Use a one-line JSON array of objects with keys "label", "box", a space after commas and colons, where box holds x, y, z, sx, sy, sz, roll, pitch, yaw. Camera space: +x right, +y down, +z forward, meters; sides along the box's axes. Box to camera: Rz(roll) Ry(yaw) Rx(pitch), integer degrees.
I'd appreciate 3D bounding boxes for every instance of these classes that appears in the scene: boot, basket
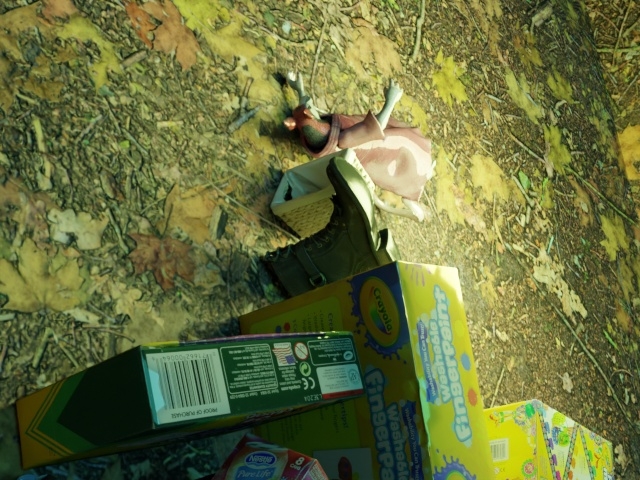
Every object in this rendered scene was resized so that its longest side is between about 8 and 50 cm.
[{"label": "boot", "box": [0.000, 0.000, 1.508, 0.262, 0.229, 0.091, 63, 22, -18]}, {"label": "basket", "box": [0.007, -0.086, 1.607, 0.103, 0.167, 0.113, 48, 44, -30]}]

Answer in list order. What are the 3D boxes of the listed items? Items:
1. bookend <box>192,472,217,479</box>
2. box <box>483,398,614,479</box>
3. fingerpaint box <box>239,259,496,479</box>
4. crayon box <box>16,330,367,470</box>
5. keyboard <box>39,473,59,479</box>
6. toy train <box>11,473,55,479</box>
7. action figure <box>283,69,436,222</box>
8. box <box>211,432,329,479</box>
[{"label": "bookend", "box": [-0.161, 0.381, 1.183, 0.156, 0.157, 0.072, -4, 74, -79]}, {"label": "box", "box": [0.379, 0.462, 1.664, 0.279, 0.290, 0.177, 32, 51, -35]}, {"label": "fingerpaint box", "box": [0.070, 0.296, 1.347, 0.163, 0.371, 0.444, 8, 67, -45]}, {"label": "crayon box", "box": [-0.175, 0.218, 1.160, 0.363, 0.313, 0.106, 3, 68, -46]}, {"label": "keyboard", "box": [-0.431, 0.380, 0.970, 0.317, 0.033, 0.201, -34, 99, -33]}, {"label": "toy train", "box": [-0.335, 0.369, 1.105, 0.184, 0.080, 0.105, 27, 61, -37]}, {"label": "action figure", "box": [0.051, -0.197, 1.724, 0.370, 0.248, 0.275, 4, 97, -47]}, {"label": "box", "box": [-0.039, 0.393, 1.136, 0.122, 0.128, 0.256, -51, 133, -31]}]
